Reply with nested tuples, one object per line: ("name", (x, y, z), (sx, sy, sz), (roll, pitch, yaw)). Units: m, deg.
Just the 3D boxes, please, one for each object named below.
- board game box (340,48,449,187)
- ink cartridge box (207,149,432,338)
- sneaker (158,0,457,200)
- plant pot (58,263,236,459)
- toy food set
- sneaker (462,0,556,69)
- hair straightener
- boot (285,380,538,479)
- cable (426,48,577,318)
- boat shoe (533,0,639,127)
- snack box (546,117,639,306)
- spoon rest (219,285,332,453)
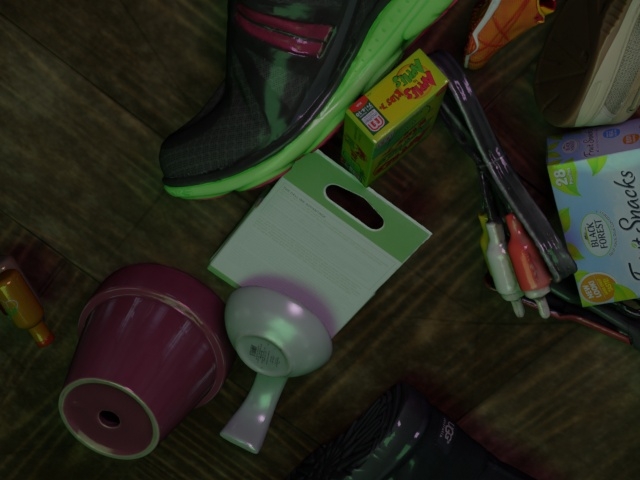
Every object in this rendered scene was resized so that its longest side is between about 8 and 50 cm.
("board game box", (0.069, -0.114, 1.238), (0.043, 0.092, 0.181), (48, 173, 8))
("ink cartridge box", (0.000, 0.000, 1.434), (0.171, 0.056, 0.235), (36, 128, -7))
("sneaker", (-0.010, -0.226, 1.219), (0.202, 0.185, 0.483), (42, 118, -3))
("plant pot", (-0.221, 0.159, 1.550), (0.201, 0.180, 0.201), (9, 126, 13))
("toy food set", (-0.437, 0.089, 1.622), (0.232, 0.111, 0.104), (-15, 118, 25))
("sneaker", (0.179, -0.210, 1.194), (0.067, 0.064, 0.175), (18, 151, -7))
("hair straightener", (0.295, 0.061, 1.372), (0.230, 0.047, 0.089), (28, 127, 6))
("boot", (0.177, 0.416, 1.627), (0.445, 0.146, 0.367), (35, 130, -12))
("cable", (0.167, -0.050, 1.270), (0.072, 0.139, 0.287), (-32, 106, -8))
("boat shoe", (0.293, -0.231, 1.144), (0.098, 0.109, 0.302), (0, 129, -26))
("snack box", (0.342, -0.035, 1.260), (0.207, 0.070, 0.174), (-11, 120, 18))
("spoon rest", (-0.063, 0.146, 1.529), (0.137, 0.084, 0.276), (26, 138, 7))
